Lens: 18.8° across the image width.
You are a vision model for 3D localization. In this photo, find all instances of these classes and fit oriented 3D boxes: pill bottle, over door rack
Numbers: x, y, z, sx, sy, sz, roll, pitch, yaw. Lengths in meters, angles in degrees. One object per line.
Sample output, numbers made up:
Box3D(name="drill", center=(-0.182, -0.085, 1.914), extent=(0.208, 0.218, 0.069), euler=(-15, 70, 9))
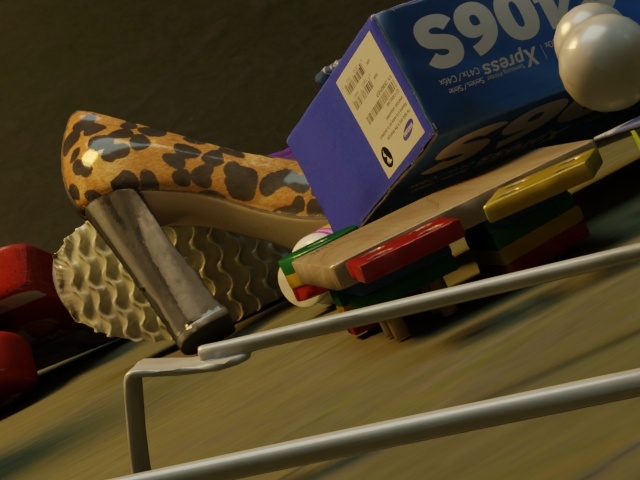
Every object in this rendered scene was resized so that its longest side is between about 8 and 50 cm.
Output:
Box3D(name="pill bottle", center=(0.011, 0.011, 1.134), extent=(0.043, 0.043, 0.083), euler=(-22, 5, 40))
Box3D(name="over door rack", center=(0.053, 0.003, 0.538), extent=(0.324, 0.108, 0.239), euler=(-25, 3, 10))

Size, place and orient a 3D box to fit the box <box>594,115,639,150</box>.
Box3D(name="box", center=(0.229, -0.073, 0.903), extent=(0.178, 0.042, 0.109), euler=(-26, 3, -19))

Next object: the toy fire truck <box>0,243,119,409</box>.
Box3D(name="toy fire truck", center=(-0.312, 0.087, 1.531), extent=(0.302, 0.169, 0.254), euler=(-24, -20, 13))

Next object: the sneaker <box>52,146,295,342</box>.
Box3D(name="sneaker", center=(-0.040, -0.007, 1.357), extent=(0.293, 0.102, 0.146), euler=(-19, 2, -1))

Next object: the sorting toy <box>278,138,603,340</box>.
Box3D(name="sorting toy", center=(0.063, 0.003, 0.899), extent=(0.132, 0.046, 0.274), euler=(-26, 3, -8))

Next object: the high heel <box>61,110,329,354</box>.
Box3D(name="high heel", center=(-0.030, -0.061, 1.252), extent=(0.261, 0.186, 0.093), euler=(-29, -24, -17))

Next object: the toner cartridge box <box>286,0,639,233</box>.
Box3D(name="toner cartridge box", center=(0.165, -0.110, 1.073), extent=(0.348, 0.075, 0.165), euler=(-21, -11, -23))

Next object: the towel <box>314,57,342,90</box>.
Box3D(name="towel", center=(0.148, -0.123, 1.494), extent=(0.243, 0.040, 0.336), euler=(4, -2, -14))
